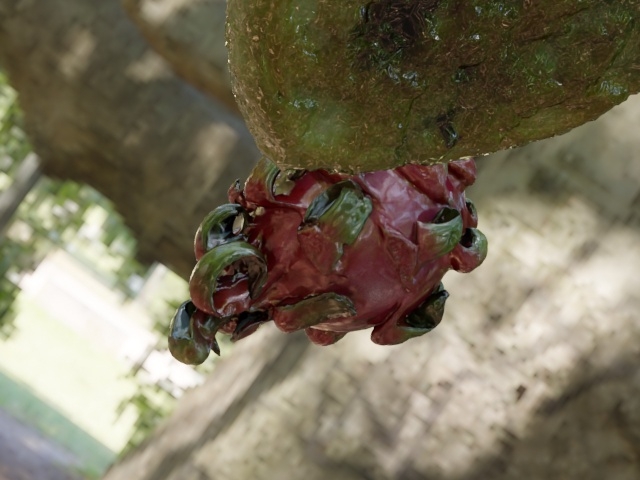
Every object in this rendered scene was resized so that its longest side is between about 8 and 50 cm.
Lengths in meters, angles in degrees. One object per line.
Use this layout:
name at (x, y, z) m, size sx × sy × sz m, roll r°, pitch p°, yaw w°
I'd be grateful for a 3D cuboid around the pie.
pie at (0.092, -0.153, 1.075) m, size 0.323 × 0.323 × 0.070 m, roll 39°, pitch 19°, yaw -46°

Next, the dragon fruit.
dragon fruit at (0.002, -0.009, 1.512) m, size 0.272 × 0.198 × 0.218 m, roll -4°, pitch -22°, yaw -18°
